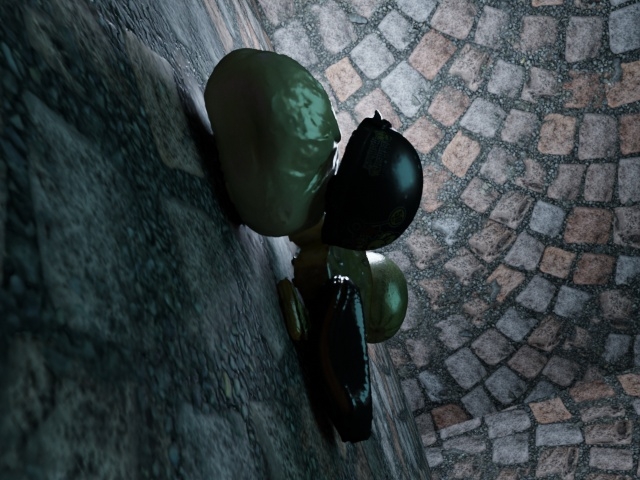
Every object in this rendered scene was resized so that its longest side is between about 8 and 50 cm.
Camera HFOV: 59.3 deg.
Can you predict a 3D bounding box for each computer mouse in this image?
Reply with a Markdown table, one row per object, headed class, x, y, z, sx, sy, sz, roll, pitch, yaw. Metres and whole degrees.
| class | x | y | z | sx | sy | sz | roll | pitch | yaw |
| --- | --- | --- | --- | --- | --- | --- | --- | --- | --- |
| computer mouse | 0.033 | 0.228 | 1.103 | 0.183 | 0.116 | 0.324 | 85 | 1 | -70 |

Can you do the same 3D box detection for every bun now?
| class | x | y | z | sx | sy | sz | roll | pitch | yaw |
| --- | --- | --- | --- | --- | --- | --- | --- | --- | --- |
| bun | -0.067 | -0.173 | 1.011 | 0.361 | 0.212 | 0.362 | -14 | 90 | -85 |

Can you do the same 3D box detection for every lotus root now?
| class | x | y | z | sx | sy | sz | roll | pitch | yaw |
| --- | --- | --- | --- | --- | --- | --- | --- | --- | --- |
| lotus root | 0.039 | 0.058 | 1.396 | 0.375 | 0.111 | 0.391 | 19 | 57 | -69 |

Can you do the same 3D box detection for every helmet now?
| class | x | y | z | sx | sy | sz | roll | pitch | yaw |
| --- | --- | --- | --- | --- | --- | --- | --- | --- | --- |
| helmet | 0.109 | -0.096 | 1.036 | 0.231 | 0.160 | 0.279 | 96 | 20 | -59 |

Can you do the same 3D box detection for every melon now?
| class | x | y | z | sx | sy | sz | roll | pitch | yaw |
| --- | --- | --- | --- | --- | --- | --- | --- | --- | --- |
| melon | 0.163 | 0.182 | 1.809 | 0.329 | 0.248 | 0.249 | -97 | 165 | -54 |

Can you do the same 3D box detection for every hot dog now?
| class | x | y | z | sx | sy | sz | roll | pitch | yaw |
| --- | --- | --- | --- | --- | --- | --- | --- | --- | --- |
| hot dog | -0.048 | 0.129 | 1.065 | 0.056 | 0.041 | 0.133 | 55 | 17 | -66 |

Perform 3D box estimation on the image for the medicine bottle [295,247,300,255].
| class | x | y | z | sx | sy | sz | roll | pitch | yaw |
| --- | --- | --- | --- | --- | --- | --- | --- | --- | --- |
| medicine bottle | -0.007 | 0.105 | 1.452 | 0.051 | 0.051 | 0.191 | -88 | 157 | -73 |
